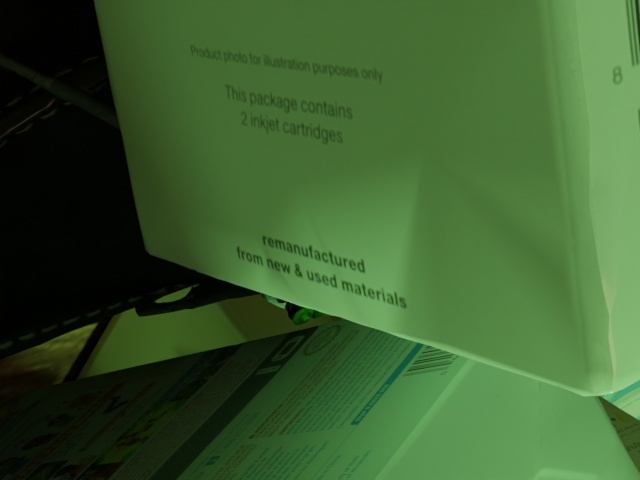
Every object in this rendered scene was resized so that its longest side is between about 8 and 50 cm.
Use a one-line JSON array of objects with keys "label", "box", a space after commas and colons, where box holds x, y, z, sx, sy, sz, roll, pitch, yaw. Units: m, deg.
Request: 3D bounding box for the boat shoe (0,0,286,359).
[{"label": "boat shoe", "box": [-0.024, -0.053, 0.622, 0.500, 0.156, 0.187, -30, 154, -18]}]

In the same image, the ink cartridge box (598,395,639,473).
[{"label": "ink cartridge box", "box": [0.096, 0.121, 0.802, 0.092, 0.143, 0.090, -15, 126, -41]}]

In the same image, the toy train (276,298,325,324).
[{"label": "toy train", "box": [0.000, 0.000, 0.567, 0.023, 0.017, 0.083, -22, 146, -25]}]

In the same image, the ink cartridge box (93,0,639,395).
[{"label": "ink cartridge box", "box": [0.056, -0.136, 0.422, 0.198, 0.197, 0.270, -22, 112, -33]}]

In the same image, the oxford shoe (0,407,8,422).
[{"label": "oxford shoe", "box": [-0.261, 0.194, 0.774, 0.348, 0.123, 0.130, -37, 123, 3]}]

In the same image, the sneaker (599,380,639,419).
[{"label": "sneaker", "box": [0.203, 0.017, 1.073, 0.319, 0.127, 0.208, -35, 142, -48]}]

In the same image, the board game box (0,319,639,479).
[{"label": "board game box", "box": [-0.069, 0.135, 0.561, 0.303, 0.097, 0.224, -13, -157, 45]}]

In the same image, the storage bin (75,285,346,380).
[{"label": "storage bin", "box": [-0.023, 0.110, 0.906, 0.260, 0.123, 0.262, -6, 137, -48]}]
